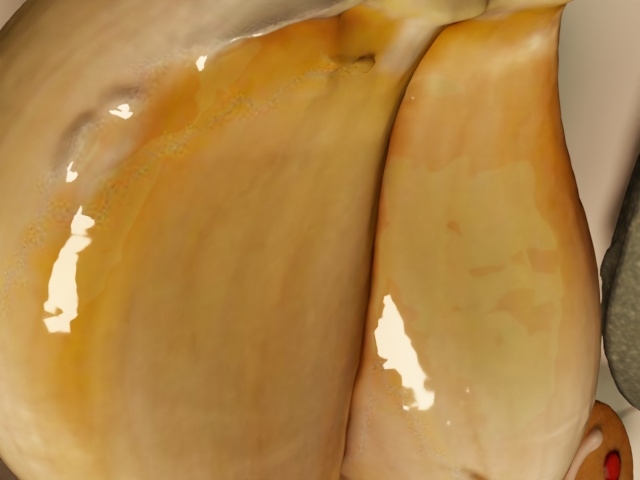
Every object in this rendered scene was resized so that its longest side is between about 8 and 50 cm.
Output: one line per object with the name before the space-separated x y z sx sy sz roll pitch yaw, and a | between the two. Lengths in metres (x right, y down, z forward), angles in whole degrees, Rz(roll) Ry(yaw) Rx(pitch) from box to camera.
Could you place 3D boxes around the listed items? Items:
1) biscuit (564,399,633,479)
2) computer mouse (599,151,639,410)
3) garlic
biscuit | 0.095 0.092 0.963 0.250 0.036 0.165 40 65 -41
computer mouse | 0.251 -0.035 0.940 0.203 0.114 0.374 4 119 -6
garlic | 0.000 0.000 0.731 0.249 0.286 0.313 12 124 11
